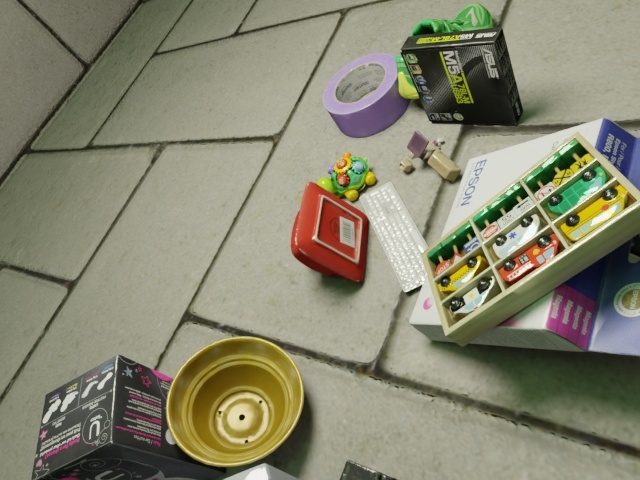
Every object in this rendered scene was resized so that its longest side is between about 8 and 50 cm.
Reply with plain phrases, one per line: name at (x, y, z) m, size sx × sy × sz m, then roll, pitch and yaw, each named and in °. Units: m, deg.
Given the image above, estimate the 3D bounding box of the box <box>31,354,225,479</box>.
box at (-0.297, 0.318, 0.806) m, size 0.163 × 0.247 × 0.142 m, roll -29°, pitch 46°, yaw 14°

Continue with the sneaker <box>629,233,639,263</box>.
sneaker at (0.375, 0.026, 0.673) m, size 0.235 × 0.095 × 0.090 m, roll -14°, pitch 53°, yaw 29°

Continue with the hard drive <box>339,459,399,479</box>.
hard drive at (0.079, 0.465, 0.569) m, size 0.237 × 0.064 × 0.339 m, roll 4°, pitch 60°, yaw 37°

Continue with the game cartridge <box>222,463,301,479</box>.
game cartridge at (-0.147, 0.411, 0.670) m, size 0.297 × 0.198 × 0.062 m, roll -35°, pitch 45°, yaw 9°

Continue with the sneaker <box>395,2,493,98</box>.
sneaker at (0.266, -0.422, 1.052) m, size 0.109 × 0.123 × 0.295 m, roll 21°, pitch 61°, yaw 45°

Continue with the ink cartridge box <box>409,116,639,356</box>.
ink cartridge box at (0.300, -0.012, 0.688) m, size 0.330 × 0.071 × 0.324 m, roll -14°, pitch 46°, yaw 58°

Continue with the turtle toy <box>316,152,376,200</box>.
turtle toy at (0.046, -0.131, 1.036) m, size 0.130 × 0.066 × 0.095 m, roll -42°, pitch 44°, yaw 1°

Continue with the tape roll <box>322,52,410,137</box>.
tape roll at (0.105, -0.332, 1.139) m, size 0.189 × 0.080 × 0.189 m, roll -19°, pitch 49°, yaw 23°

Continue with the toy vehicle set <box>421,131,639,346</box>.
toy vehicle set at (0.254, -0.002, 0.634) m, size 0.267 × 0.035 × 0.166 m, roll -42°, pitch 28°, yaw 24°

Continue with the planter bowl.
planter bowl at (-0.133, 0.274, 0.817) m, size 0.217 × 0.090 × 0.217 m, roll -1°, pitch 47°, yaw 1°

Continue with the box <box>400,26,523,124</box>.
box at (0.263, -0.296, 0.924) m, size 0.184 × 0.191 × 0.045 m, roll 16°, pitch 66°, yaw 40°

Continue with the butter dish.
butter dish at (0.000, 0.000, 0.934) m, size 0.118 × 0.160 × 0.160 m, roll -32°, pitch 39°, yaw 44°

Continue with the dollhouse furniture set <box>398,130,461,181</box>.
dollhouse furniture set at (0.228, -0.150, 0.968) m, size 0.081 × 0.091 × 0.114 m, roll -21°, pitch 59°, yaw -37°

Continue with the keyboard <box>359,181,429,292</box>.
keyboard at (0.142, -0.015, 0.921) m, size 0.072 × 0.014 × 0.256 m, roll -31°, pitch 46°, yaw 12°
